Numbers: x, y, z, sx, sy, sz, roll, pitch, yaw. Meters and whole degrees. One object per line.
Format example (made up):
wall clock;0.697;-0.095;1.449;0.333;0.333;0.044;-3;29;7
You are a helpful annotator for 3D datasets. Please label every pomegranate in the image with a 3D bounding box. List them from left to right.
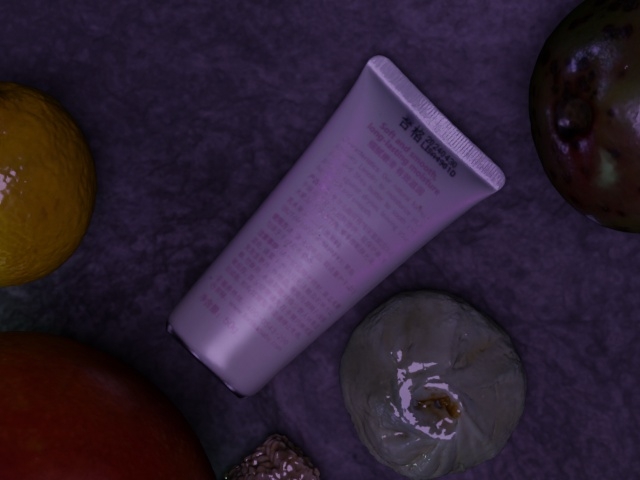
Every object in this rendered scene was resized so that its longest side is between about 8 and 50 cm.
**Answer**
pomegranate;0.351;-0.138;1.657;0.306;0.242;0.242;-14;100;-16

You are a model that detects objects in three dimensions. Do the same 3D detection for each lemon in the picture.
lemon;-0.311;-0.054;1.705;0.187;0.187;0.244;1;134;2

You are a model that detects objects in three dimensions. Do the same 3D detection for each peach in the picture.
peach;-0.266;0.281;1.672;0.388;0.388;0.388;0;100;2

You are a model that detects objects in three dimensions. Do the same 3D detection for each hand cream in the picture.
hand cream;0.000;0.000;1.749;0.185;0.118;0.359;45;91;-2

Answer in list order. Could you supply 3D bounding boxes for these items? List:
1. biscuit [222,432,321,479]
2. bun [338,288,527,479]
biscuit;-0.076;0.279;1.813;0.168;0.070;0.082;-41;105;6
bun;0.113;0.147;1.758;0.195;0.118;0.195;1;98;5
